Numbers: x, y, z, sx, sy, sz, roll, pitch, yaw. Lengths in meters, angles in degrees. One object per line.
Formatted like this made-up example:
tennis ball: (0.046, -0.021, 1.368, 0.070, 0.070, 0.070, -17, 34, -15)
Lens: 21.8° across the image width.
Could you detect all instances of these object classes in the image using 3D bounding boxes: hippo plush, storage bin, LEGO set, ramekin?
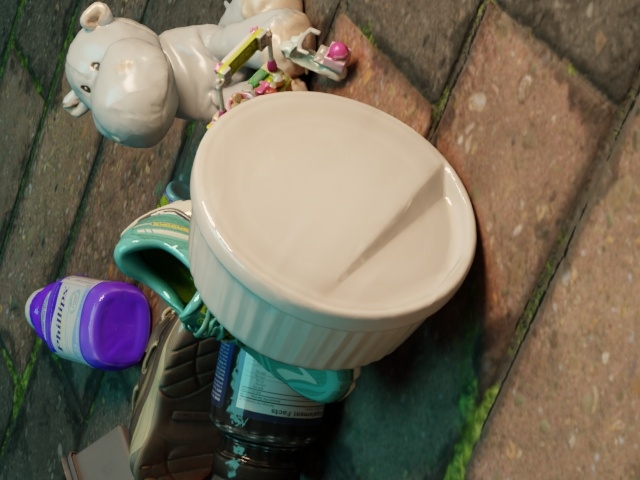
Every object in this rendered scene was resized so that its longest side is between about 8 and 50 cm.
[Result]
hippo plush: (-0.159, -0.212, 1.893, 0.234, 0.236, 0.294, -65, 34, 28)
storage bin: (-0.251, 0.307, 2.099, 0.091, 0.098, 0.135, -39, 44, 14)
LEGO set: (-0.065, -0.113, 1.706, 0.107, 0.132, 0.287, 87, -162, -59)
ramekin: (0.000, 0.000, 1.554, 0.127, 0.272, 0.273, 113, 149, -46)

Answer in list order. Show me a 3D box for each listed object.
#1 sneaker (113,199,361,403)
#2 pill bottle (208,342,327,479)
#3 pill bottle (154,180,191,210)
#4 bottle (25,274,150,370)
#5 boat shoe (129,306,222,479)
sneaker: (-0.085, 0.072, 1.612, 0.275, 0.110, 0.107, 35, 123, 15)
pill bottle: (-0.049, 0.142, 1.734, 0.123, 0.122, 0.219, 21, 102, 60)
pill bottle: (-0.187, -0.033, 2.097, 0.083, 0.043, 0.043, -60, 37, 35)
bottle: (-0.322, 0.105, 2.253, 0.283, 0.092, 0.118, 7, 91, 61)
boat shoe: (-0.147, 0.126, 1.904, 0.355, 0.132, 0.130, -62, 36, 30)
